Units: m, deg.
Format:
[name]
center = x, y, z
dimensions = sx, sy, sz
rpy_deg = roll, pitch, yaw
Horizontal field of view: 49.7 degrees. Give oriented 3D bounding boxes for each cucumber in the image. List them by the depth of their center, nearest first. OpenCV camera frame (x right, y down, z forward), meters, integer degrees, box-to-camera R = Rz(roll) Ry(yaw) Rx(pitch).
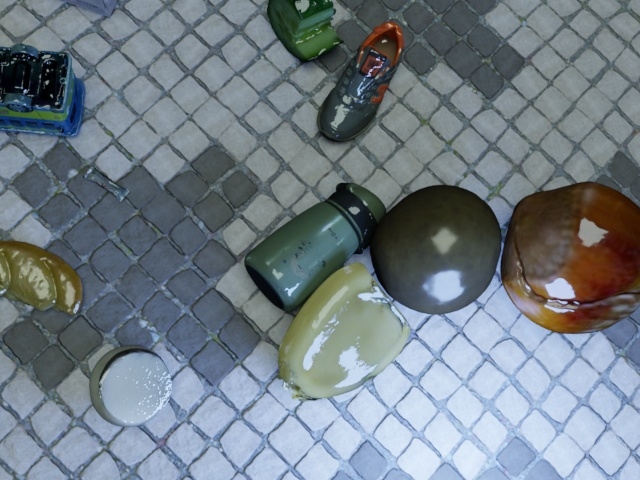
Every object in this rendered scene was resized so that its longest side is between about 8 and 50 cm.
[cucumber]
center = -0.037, -0.554, 1.687
dimensions = 0.130, 0.191, 0.191
rpy_deg = -37, 85, -13

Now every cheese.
[cheese]
center = 0.039, 0.227, 1.533
dimensions = 0.316, 0.128, 0.259
rpy_deg = -47, 108, -10

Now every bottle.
[bottle]
center = 0.001, 0.001, 1.585
dimensions = 0.347, 0.168, 0.168
rpy_deg = -39, 86, -18

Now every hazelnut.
[hazelnut]
center = 0.590, 0.039, 1.575
dimensions = 0.372, 0.372, 0.315
rpy_deg = 25, 38, -2

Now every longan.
[longan]
center = 0.260, 0.022, 1.555
dimensions = 0.297, 0.297, 0.298
rpy_deg = 1, 78, -7

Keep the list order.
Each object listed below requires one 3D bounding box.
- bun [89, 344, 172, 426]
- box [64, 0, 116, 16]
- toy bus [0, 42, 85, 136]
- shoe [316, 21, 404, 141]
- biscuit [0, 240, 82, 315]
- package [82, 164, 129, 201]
[bun]
center = -0.416, 0.310, 1.486
dimensions = 0.172, 0.119, 0.173
rpy_deg = 4, 83, -33
[box]
center = -0.573, -0.702, 1.681
dimensions = 0.203, 0.106, 0.252
rpy_deg = 18, 78, -2
[toy bus]
center = -0.707, -0.340, 1.545
dimensions = 0.312, 0.190, 0.152
rpy_deg = 4, 78, -6
[shoe]
center = 0.113, -0.394, 1.673
dimensions = 0.132, 0.171, 0.337
rpy_deg = 31, 76, -1
[biscuit]
center = -0.678, 0.078, 1.539
dimensions = 0.299, 0.045, 0.154
rpy_deg = 6, 78, -7
[package]
center = -0.502, -0.133, 1.619
dimensions = 0.110, 0.015, 0.037
rpy_deg = 34, 77, 2
